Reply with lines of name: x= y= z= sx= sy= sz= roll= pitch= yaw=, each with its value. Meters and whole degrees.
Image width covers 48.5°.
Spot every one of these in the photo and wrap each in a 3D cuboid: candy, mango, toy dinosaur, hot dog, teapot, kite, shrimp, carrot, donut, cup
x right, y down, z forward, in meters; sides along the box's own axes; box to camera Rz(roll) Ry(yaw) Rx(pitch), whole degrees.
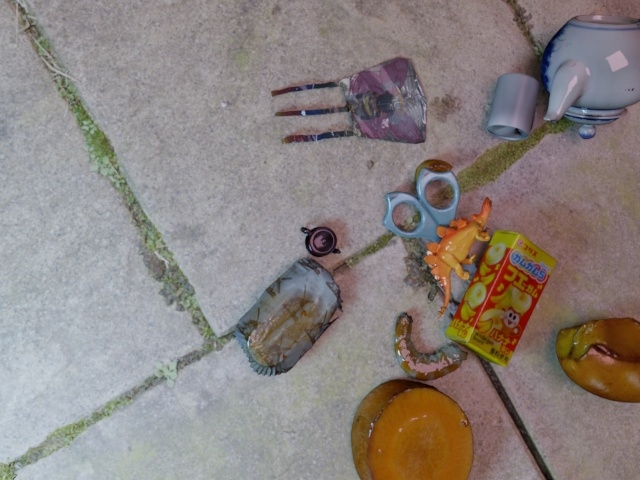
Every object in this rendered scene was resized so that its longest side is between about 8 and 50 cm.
candy: x=0.407 y=0.129 z=1.598 sx=0.146 sy=0.088 sz=0.276 roll=33 pitch=80 yaw=-24
mango: x=0.710 y=0.272 z=1.656 sx=0.350 sy=0.201 sz=0.199 roll=16 pitch=120 yaw=-22
toy dinosaur: x=0.290 y=0.026 z=1.573 sx=0.117 sy=0.070 sz=0.288 roll=28 pitch=97 yaw=0
hot dog: x=-0.066 y=0.159 z=1.498 sx=0.270 sy=0.082 sz=0.162 roll=-46 pitch=108 yaw=-20
teapot: x=0.634 y=-0.367 z=1.631 sx=0.424 sy=0.252 sz=0.279 roll=-25 pitch=125 yaw=-39
kite: x=0.076 y=-0.293 z=1.584 sx=0.361 sy=0.022 sz=0.204 roll=-13 pitch=90 yaw=-16
shrimp: x=0.241 y=0.229 z=1.596 sx=0.161 sy=0.049 sz=0.166 roll=-18 pitch=85 yaw=-13
carrot: x=0.202 y=0.457 z=1.546 sx=0.259 sy=0.100 sz=0.307 roll=-13 pitch=93 yaw=-12
donut: x=0.261 y=-0.155 z=1.617 sx=0.083 sy=0.038 sz=0.067 roll=9 pitch=82 yaw=-13
teapot: x=0.000 y=0.000 z=1.537 sx=0.100 sy=0.045 sz=0.067 roll=33 pitch=78 yaw=-12
cup: x=0.451 y=-0.304 z=1.656 sx=0.099 sy=0.136 sz=0.133 roll=11 pitch=83 yaw=20

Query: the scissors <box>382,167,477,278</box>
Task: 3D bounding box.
scissors: x=0.297 y=0.004 z=1.616 sx=0.191 sy=0.029 sz=0.360 roll=-38 pitch=105 yaw=4
